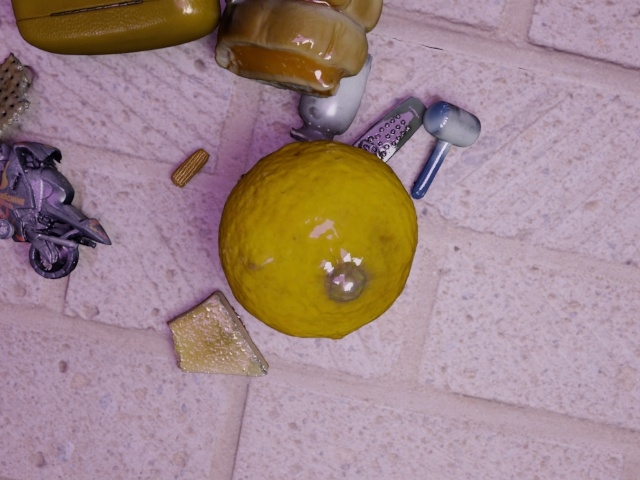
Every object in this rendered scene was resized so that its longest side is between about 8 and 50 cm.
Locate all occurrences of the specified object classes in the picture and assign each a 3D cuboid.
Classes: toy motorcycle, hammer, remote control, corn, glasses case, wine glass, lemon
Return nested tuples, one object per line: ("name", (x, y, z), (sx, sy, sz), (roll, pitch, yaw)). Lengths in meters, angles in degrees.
("toy motorcycle", (-0.537, -0.078, 1.118), (0.173, 0.108, 0.307), (-36, 89, 3))
("hammer", (0.225, -0.167, 1.139), (0.116, 0.069, 0.194), (16, 110, -32))
("remote control", (0.118, -0.191, 1.151), (0.222, 0.042, 0.072), (-43, 94, 4))
("corn", (-0.256, -0.143, 1.153), (0.092, 0.037, 0.037), (-44, 94, 1))
("glasses case", (-0.350, -0.406, 1.042), (0.370, 0.173, 0.141), (-1, 113, 14))
("wine glass", (0.021, -0.268, 1.108), (0.111, 0.111, 0.205), (22, 98, -3))
("lemon", (0.000, 0.000, 1.007), (0.349, 0.387, 0.350), (-5, 107, -16))

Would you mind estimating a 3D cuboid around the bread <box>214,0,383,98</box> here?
("bread", (-0.037, -0.428, 0.993), (0.210, 0.300, 0.342), (20, 98, -44))

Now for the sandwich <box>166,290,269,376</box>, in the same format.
("sandwich", (-0.219, 0.222, 1.178), (0.162, 0.058, 0.193), (-32, 97, 4))

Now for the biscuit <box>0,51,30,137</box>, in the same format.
("biscuit", (-0.624, -0.248, 1.116), (0.203, 0.016, 0.144), (-46, 63, 2))
